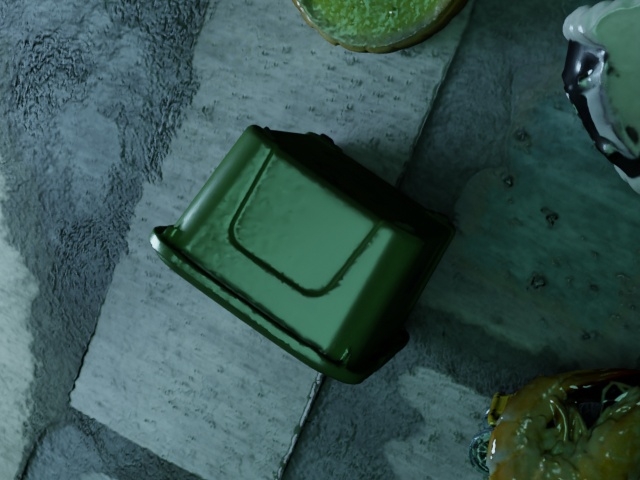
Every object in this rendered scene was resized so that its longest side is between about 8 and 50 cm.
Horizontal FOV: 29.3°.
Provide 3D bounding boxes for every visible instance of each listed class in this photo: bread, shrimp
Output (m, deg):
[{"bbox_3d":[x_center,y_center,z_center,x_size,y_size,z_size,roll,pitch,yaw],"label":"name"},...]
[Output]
[{"bbox_3d":[0.056,-0.313,1.313,0.236,0.070,0.236,5,104,19],"label":"bread"},{"bbox_3d":[0.291,0.181,1.277,0.287,0.063,0.152,-41,75,-13],"label":"shrimp"}]

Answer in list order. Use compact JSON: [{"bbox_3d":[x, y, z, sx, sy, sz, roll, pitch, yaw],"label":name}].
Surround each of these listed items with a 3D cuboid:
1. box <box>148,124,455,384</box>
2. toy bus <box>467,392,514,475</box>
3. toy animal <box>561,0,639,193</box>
[{"bbox_3d":[0.000,0.000,1.276,0.252,0.328,0.178,33,98,9],"label":"box"},{"bbox_3d":[0.254,0.336,1.353,0.123,0.121,0.335,-9,97,16],"label":"toy bus"},{"bbox_3d":[0.344,-0.164,1.194,0.204,0.156,0.208,-20,110,20],"label":"toy animal"}]
